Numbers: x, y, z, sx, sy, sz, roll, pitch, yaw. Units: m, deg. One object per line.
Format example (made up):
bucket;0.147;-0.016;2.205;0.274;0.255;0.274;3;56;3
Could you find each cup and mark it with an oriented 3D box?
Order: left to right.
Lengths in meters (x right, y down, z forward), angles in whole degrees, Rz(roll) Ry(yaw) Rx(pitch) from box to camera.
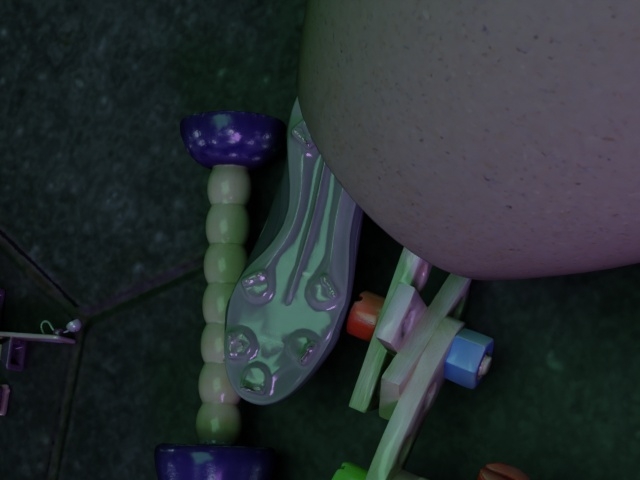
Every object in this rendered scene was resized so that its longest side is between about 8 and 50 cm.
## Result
cup;0.124;-0.114;0.668;0.237;0.331;0.331;-43;66;32

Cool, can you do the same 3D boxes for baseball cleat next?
baseball cleat;0.000;0.000;0.791;0.072;0.109;0.206;19;91;12

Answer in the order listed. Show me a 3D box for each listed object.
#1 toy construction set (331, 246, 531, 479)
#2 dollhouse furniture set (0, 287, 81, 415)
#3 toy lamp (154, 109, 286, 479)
toy construction set;0.126;0.138;0.687;0.327;0.151;0.215;28;117;32
dollhouse furniture set;-0.218;0.070;0.870;0.081;0.114;0.091;2;80;19
toy lamp;-0.064;0.059;0.824;0.080;0.080;0.275;-3;77;23
